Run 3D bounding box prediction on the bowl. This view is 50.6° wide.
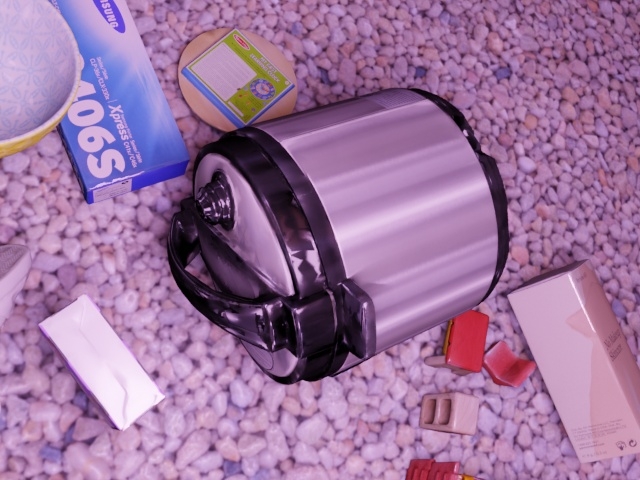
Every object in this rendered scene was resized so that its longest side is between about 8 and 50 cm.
[{"bbox_3d":[-0.487,-0.217,0.921,0.289,0.156,0.290,11,64,-24],"label":"bowl"}]

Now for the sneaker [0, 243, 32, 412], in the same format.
[{"bbox_3d":[-0.472,0.147,0.910,0.108,0.169,0.293,3,38,20],"label":"sneaker"}]

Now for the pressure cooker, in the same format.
[{"bbox_3d":[-0.001,-0.006,0.961,0.420,0.370,0.376,-20,80,-26],"label":"pressure cooker"}]

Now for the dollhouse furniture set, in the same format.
[{"bbox_3d":[0.273,0.307,1.092,0.201,0.152,0.374,19,71,-14],"label":"dollhouse furniture set"}]

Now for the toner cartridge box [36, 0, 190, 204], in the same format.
[{"bbox_3d":[-0.346,-0.247,1.059,0.165,0.075,0.348,-21,84,-23],"label":"toner cartridge box"}]

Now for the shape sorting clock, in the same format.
[{"bbox_3d":[-0.139,-0.271,1.155,0.206,0.040,0.206,5,72,-15],"label":"shape sorting clock"}]

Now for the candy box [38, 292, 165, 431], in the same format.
[{"bbox_3d":[-0.294,0.168,0.906,0.070,0.196,0.165,-38,91,-24],"label":"candy box"}]

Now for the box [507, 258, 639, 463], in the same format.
[{"bbox_3d":[0.457,0.203,1.174,0.148,0.121,0.311,-17,82,-55],"label":"box"}]
